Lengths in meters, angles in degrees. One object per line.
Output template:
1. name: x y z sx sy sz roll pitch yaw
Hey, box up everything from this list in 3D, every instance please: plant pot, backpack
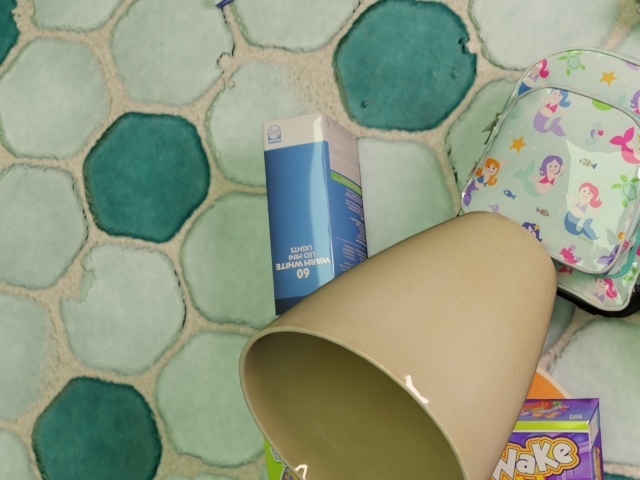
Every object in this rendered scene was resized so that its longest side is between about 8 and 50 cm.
1. plant pot: 0.104 0.099 1.348 0.256 0.256 0.274 28 53 21
2. backpack: 0.276 -0.072 1.463 0.225 0.191 0.254 27 88 24

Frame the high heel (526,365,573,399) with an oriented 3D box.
1. high heel: 0.163 0.174 1.539 0.244 0.117 0.082 22 48 3

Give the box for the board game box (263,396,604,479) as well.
1. board game box: 0.123 0.288 1.478 0.347 0.078 0.233 -3 100 20

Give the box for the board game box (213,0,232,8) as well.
1. board game box: -0.108 -0.346 1.726 0.090 0.020 0.090 -30 73 14

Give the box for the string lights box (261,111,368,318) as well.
1. string lights box: 0.000 0.000 1.574 0.076 0.133 0.260 -8 79 18

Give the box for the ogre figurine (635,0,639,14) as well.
1. ogre figurine: 0.410 -0.293 1.491 0.118 0.097 0.197 16 99 10
